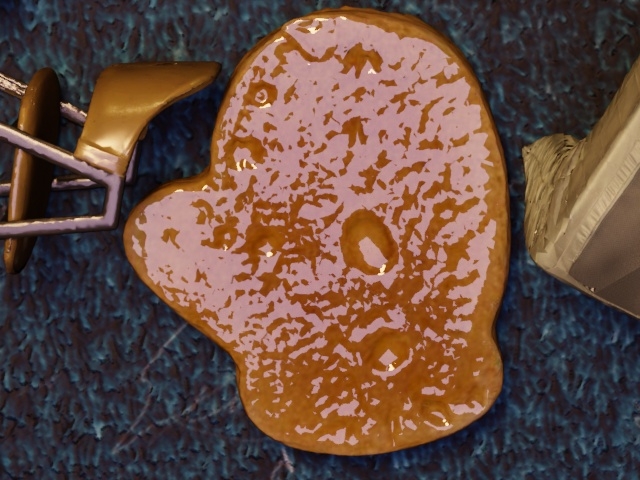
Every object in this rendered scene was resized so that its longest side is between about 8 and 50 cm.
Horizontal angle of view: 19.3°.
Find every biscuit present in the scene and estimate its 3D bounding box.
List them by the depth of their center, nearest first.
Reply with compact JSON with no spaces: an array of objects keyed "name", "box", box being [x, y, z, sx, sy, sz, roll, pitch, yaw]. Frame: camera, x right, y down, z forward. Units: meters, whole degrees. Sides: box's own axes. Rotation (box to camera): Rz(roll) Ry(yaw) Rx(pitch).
[{"name":"biscuit","box":[0.000,0.000,1.397,0.287,0.057,0.343,-6,106,0]}]

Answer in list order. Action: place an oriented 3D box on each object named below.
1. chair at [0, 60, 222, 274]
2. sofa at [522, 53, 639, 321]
[{"name":"chair","box":[-0.206,-0.064,1.324,0.247,0.159,0.172,11,103,-3]},{"name":"sofa","box":[0.272,-0.055,1.300,0.210,0.176,0.225,23,123,-6]}]
